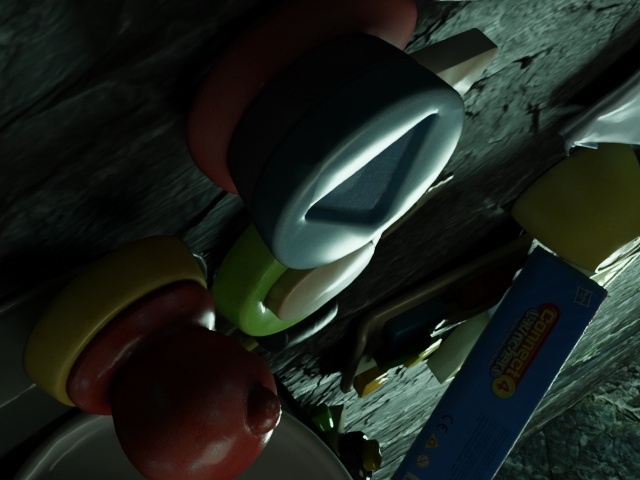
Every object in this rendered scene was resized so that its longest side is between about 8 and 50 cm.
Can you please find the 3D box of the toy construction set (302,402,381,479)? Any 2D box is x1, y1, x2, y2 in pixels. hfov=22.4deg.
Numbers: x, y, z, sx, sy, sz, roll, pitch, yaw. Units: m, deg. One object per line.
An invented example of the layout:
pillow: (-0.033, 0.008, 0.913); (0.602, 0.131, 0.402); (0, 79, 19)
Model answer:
toy construction set: (-0.053, 0.313, 1.808); (0.309, 0.257, 0.237); (-41, 130, -43)

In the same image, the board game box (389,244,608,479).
board game box: (0.185, 0.164, 1.720); (0.308, 0.086, 0.302); (-58, 171, 1)

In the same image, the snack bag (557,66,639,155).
snack bag: (0.387, -0.191, 1.417); (0.342, 0.037, 0.323); (-42, 163, 25)

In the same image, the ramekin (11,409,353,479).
ramekin: (-0.090, 0.232, 1.124); (0.273, 0.273, 0.127); (-34, 177, 2)

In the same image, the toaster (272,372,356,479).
toaster: (-0.032, 0.243, 1.615); (0.110, 0.186, 0.168); (-36, 166, -10)

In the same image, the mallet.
mallet: (-0.066, 0.084, 1.186); (0.189, 0.039, 0.062); (-34, 176, 39)

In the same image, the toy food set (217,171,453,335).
toy food set: (0.000, 0.000, 1.223); (0.192, 0.038, 0.132); (-31, 173, -30)

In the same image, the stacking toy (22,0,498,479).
stacking toy: (0.007, 0.007, 0.953); (0.279, 0.130, 0.309); (-10, 142, -54)

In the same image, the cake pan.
cake pan: (-0.192, 0.109, 1.110); (0.293, 0.054, 0.293); (-31, 165, -9)

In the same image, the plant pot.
plant pot: (0.265, -0.027, 1.559); (0.134, 0.095, 0.134); (-32, 165, -10)

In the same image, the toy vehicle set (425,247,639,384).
toy vehicle set: (0.268, 0.081, 2.014); (0.267, 0.035, 0.166); (-24, 162, -32)

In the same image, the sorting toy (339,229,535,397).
sorting toy: (0.122, 0.094, 1.741); (0.229, 0.041, 0.307); (-30, 164, -14)
